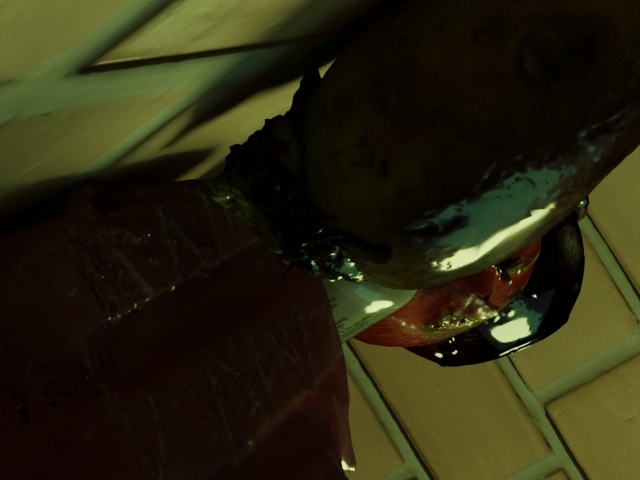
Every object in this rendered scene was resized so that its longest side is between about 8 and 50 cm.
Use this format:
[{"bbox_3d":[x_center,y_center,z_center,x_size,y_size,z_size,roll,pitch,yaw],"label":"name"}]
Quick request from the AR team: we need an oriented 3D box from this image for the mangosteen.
[{"bbox_3d":[0.169,0.003,1.717,0.288,0.233,0.287,-29,-179,0],"label":"mangosteen"}]

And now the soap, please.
[{"bbox_3d":[-0.085,0.077,0.861,0.127,0.220,0.325,-24,180,22],"label":"soap"}]

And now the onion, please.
[{"bbox_3d":[0.092,0.008,1.468,0.248,0.248,0.161,-34,-150,30],"label":"onion"}]

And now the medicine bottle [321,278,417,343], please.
[{"bbox_3d":[0.000,0.000,1.066,0.215,0.135,0.135,-34,176,28],"label":"medicine bottle"}]

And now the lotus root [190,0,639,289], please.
[{"bbox_3d":[0.091,-0.071,0.826,0.314,0.141,0.169,-33,180,-1],"label":"lotus root"}]
